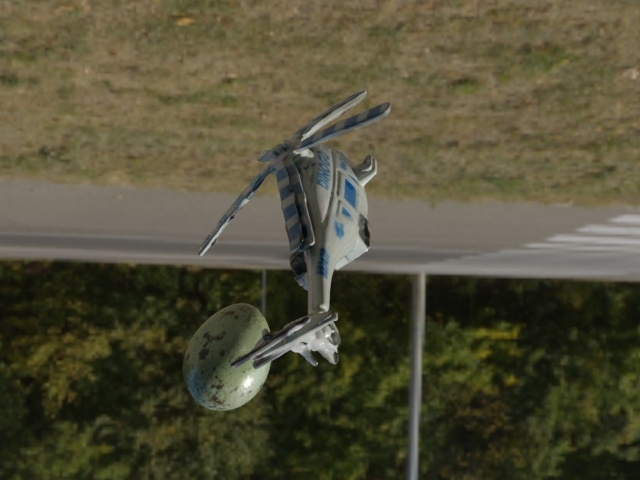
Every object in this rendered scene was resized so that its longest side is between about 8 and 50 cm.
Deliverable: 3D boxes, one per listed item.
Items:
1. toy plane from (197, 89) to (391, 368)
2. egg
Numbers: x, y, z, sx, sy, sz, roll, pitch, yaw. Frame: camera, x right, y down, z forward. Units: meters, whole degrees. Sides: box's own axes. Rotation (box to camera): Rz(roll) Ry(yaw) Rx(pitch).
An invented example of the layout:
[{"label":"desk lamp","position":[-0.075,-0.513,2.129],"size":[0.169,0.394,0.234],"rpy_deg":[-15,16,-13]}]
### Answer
[{"label":"toy plane","position":[0.009,-0.005,0.694],"size":[0.107,0.182,0.273],"rpy_deg":[46,-175,-27]},{"label":"egg","position":[-0.091,0.116,0.972],"size":[0.085,0.110,0.085],"rpy_deg":[21,166,5]}]
